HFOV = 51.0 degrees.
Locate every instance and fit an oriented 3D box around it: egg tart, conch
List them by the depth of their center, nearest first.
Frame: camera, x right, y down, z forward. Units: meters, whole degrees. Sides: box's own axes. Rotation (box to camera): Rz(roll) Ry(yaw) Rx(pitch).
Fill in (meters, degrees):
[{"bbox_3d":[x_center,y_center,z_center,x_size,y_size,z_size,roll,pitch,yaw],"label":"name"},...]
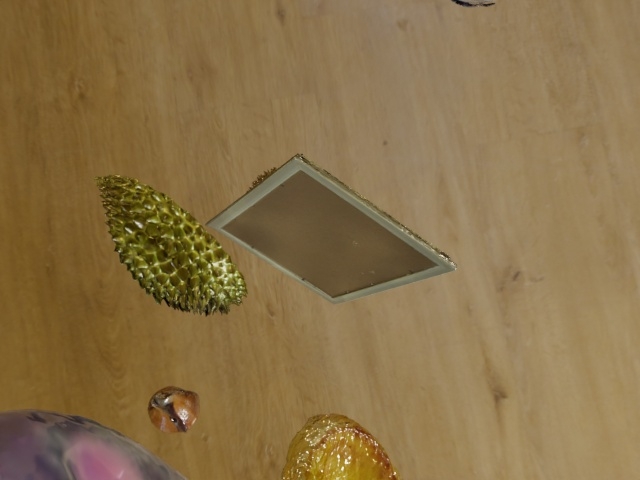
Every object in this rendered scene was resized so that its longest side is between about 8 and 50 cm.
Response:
[{"bbox_3d":[-0.248,0.289,1.135,0.086,0.233,0.080,0,81,-17],"label":"conch"},{"bbox_3d":[0.033,0.470,1.196,0.128,0.319,0.319,-40,82,34],"label":"egg tart"}]

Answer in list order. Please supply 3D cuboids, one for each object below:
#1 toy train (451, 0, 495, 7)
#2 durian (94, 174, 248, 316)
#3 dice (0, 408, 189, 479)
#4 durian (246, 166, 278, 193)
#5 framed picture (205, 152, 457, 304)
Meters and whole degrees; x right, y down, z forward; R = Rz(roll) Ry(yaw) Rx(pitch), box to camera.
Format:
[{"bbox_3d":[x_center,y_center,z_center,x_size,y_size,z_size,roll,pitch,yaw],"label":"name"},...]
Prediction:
[{"bbox_3d":[0.116,-0.374,0.560,0.249,0.173,0.307,13,91,-35],"label":"toy train"},{"bbox_3d":[-0.254,0.013,1.200,0.158,0.169,0.352,-33,120,7],"label":"durian"},{"bbox_3d":[-0.163,0.276,0.339,0.270,0.271,0.270,-43,110,1],"label":"dice"},{"bbox_3d":[-0.056,-0.064,1.141,0.146,0.208,0.102,-3,73,1],"label":"durian"},{"bbox_3d":[0.000,0.000,0.783,0.217,0.274,0.017,35,63,-18],"label":"framed picture"}]
